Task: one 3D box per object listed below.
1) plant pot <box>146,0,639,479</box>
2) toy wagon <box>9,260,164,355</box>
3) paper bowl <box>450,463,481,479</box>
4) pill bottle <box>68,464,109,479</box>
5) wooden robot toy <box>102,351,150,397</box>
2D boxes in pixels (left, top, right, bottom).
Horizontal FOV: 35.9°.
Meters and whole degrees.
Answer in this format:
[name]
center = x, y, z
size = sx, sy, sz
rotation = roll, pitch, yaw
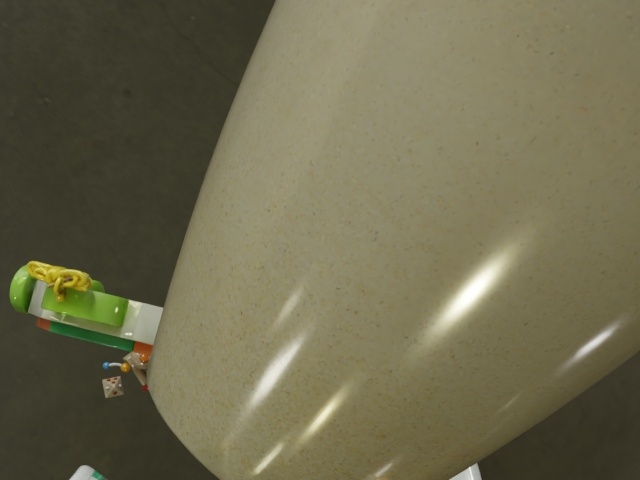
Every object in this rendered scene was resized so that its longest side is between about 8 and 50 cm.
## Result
[plant pot]
center = 0.049, -0.012, 0.449
size = 0.256, 0.256, 0.274
rotation = 31, 101, -39
[toy wagon]
center = -0.202, 0.084, 1.062
size = 0.344, 0.267, 0.068
rotation = 29, 72, -69
[paper bowl]
center = 0.057, 0.316, 1.254
size = 0.284, 0.284, 0.148
rotation = 7, 143, -36
[pill bottle]
center = -0.287, 0.531, 1.521
size = 0.361, 0.204, 0.204
rotation = 37, 87, -3
[wooden robot toy]
center = -0.265, 0.186, 1.535
size = 0.173, 0.079, 0.076
rotation = -38, 93, -17
